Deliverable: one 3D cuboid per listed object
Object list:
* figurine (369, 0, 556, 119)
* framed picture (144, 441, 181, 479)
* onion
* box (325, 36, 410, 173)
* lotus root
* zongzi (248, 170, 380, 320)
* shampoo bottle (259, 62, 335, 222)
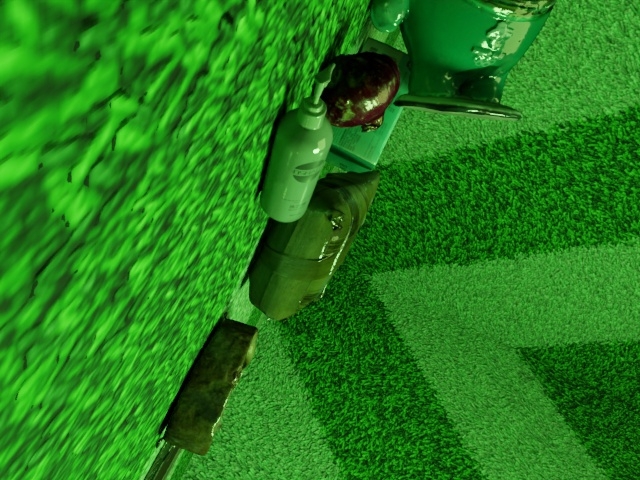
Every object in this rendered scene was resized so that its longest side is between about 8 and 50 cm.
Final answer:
[{"bbox_3d":[0.228,-0.358,0.807,0.231,0.324,0.339,-138,-125,-68],"label":"figurine"},{"bbox_3d":[-0.274,0.391,1.017,0.209,0.019,0.281,-64,180,-39],"label":"framed picture"},{"bbox_3d":[0.045,-0.175,0.646,0.107,0.097,0.107,-23,-159,9],"label":"onion"},{"bbox_3d":[0.090,-0.242,1.077,0.205,0.118,0.311,-62,179,3],"label":"box"},{"bbox_3d":[-0.155,0.203,0.845,0.260,0.075,0.170,-65,178,-51],"label":"lotus root"},{"bbox_3d":[0.000,0.000,0.940,0.274,0.125,0.250,-32,153,-60],"label":"zongzi"},{"bbox_3d":[-0.021,-0.088,0.533,0.195,0.056,0.056,114,2,-59],"label":"shampoo bottle"}]
